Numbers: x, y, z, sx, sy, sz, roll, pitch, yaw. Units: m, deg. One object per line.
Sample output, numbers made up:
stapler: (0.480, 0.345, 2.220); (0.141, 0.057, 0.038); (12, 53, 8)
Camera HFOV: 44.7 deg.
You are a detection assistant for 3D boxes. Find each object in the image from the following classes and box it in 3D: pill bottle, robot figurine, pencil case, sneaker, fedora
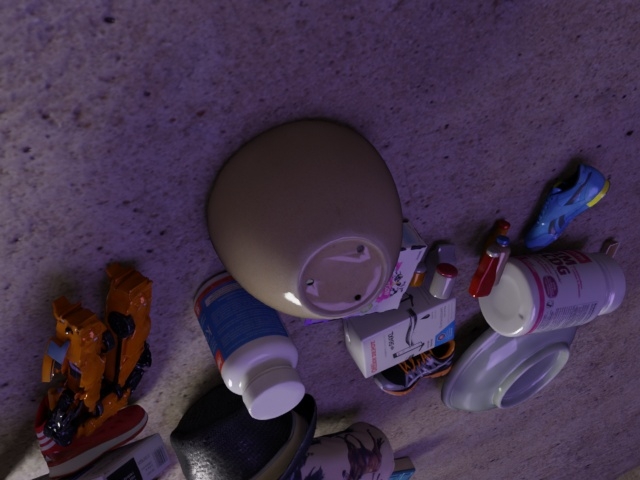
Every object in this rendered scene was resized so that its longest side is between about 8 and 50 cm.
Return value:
pill bottle: (-0.109, 0.163, 1.219); (0.124, 0.221, 0.124); (-18, 140, -16)
pill bottle: (0.480, 0.101, 1.601); (0.283, 0.160, 0.160); (-5, 135, -31)
robot figurine: (-0.335, 0.178, 1.165); (0.211, 0.085, 0.291); (-38, 156, -47)
pencil case: (-0.054, 0.501, 1.677); (0.410, 0.160, 0.183); (-3, 177, -28)
sneaker: (0.450, -0.066, 1.486); (0.082, 0.069, 0.209); (30, 127, -14)
fedora: (-0.167, 0.361, 1.428); (0.334, 0.334, 0.152); (-38, 106, 9)
sneaker: (-0.379, 0.290, 1.294); (0.087, 0.128, 0.221); (-19, -175, 24)
sneaker: (0.202, 0.259, 1.660); (0.215, 0.084, 0.083); (-18, 143, -34)

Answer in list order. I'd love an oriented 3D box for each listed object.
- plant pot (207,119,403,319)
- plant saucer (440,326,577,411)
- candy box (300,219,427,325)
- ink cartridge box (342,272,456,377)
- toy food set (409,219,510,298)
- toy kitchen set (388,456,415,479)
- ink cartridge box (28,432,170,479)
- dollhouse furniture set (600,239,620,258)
plant pot: (0.000, 0.000, 1.082); (0.284, 0.191, 0.284); (-10, 123, -15)
plant saucer: (0.467, 0.287, 1.812); (0.400, 0.100, 0.400); (-25, 145, -19)
candy box: (0.064, 0.055, 1.339); (0.196, 0.070, 0.165); (-7, 136, -28)
ink cartridge box: (0.153, 0.164, 1.510); (0.203, 0.086, 0.148); (-24, 142, -11)
toy food set: (0.268, 0.033, 1.428); (0.232, 0.111, 0.104); (-4, 123, -30)
toy kitchen set: (0.185, 0.715, 2.079); (0.122, 0.166, 0.207); (1, 133, -35)
ink cartridge box: (-0.441, 0.420, 1.265); (0.371, 0.069, 0.176); (-21, -179, 18)
dollhouse furniture set: (0.636, 0.066, 1.732); (0.091, 0.081, 0.114); (-17, 140, -18)
